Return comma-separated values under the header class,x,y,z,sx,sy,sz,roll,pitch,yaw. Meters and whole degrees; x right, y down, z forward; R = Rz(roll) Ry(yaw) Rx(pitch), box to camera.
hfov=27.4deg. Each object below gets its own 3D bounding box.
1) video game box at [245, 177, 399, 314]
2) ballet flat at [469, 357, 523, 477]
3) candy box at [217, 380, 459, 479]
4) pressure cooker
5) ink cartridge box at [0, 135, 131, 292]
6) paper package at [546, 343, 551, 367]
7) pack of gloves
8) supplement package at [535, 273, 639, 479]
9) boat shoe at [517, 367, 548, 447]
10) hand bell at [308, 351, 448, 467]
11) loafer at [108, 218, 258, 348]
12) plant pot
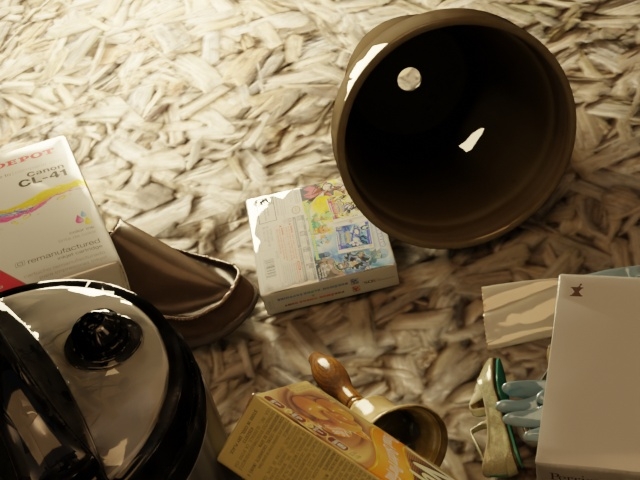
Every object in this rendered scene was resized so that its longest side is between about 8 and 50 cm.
class,x,y,z,sx,sy,sz,roll,pitch,yaw
video game box,0.000,0.000,1.820,0.187,0.048,0.205,-15,42,3
ballet flat,0.199,0.206,1.542,0.052,0.057,0.168,-17,41,12
candy box,0.068,0.266,1.341,0.316,0.183,0.087,31,97,14
pressure cooker,-0.274,0.243,1.362,0.370,0.420,0.375,4,46,19
ink cartridge box,-0.376,0.022,1.636,0.226,0.131,0.306,-19,41,-13
paper package,0.419,0.239,1.360,0.324,0.168,0.309,-9,42,6
pack of gloves,0.294,0.123,1.379,0.232,0.046,0.195,-9,54,11
supplement package,0.301,0.189,1.132,0.199,0.263,0.198,2,49,17
boat shoe,0.273,0.181,1.544,0.049,0.040,0.142,34,53,2
hand bell,0.041,0.194,1.578,0.126,0.126,0.242,-27,32,-13
loafer,-0.260,0.048,1.779,0.366,0.130,0.134,8,47,23
plant pot,0.152,-0.187,1.819,0.323,0.323,0.280,-18,26,-4
